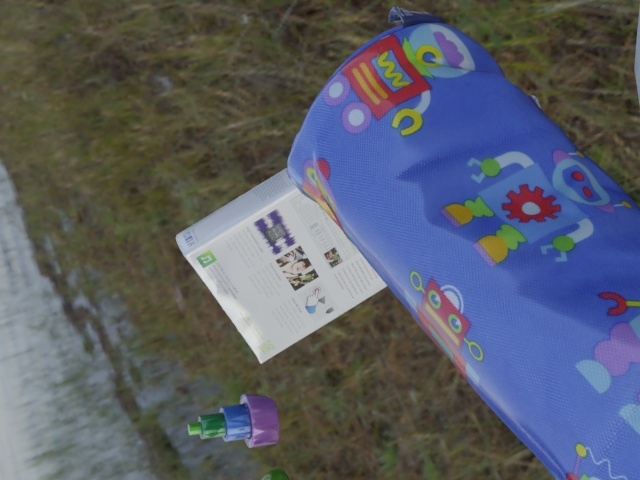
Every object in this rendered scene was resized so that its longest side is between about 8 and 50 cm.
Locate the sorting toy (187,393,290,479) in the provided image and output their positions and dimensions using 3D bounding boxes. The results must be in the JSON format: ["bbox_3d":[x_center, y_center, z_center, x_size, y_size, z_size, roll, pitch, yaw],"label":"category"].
[{"bbox_3d":[-0.089,0.359,1.196,0.127,0.126,0.365,122,139,-63],"label":"sorting toy"}]

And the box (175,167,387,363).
[{"bbox_3d":[0.000,0.000,1.399,0.232,0.322,0.058,61,178,-39],"label":"box"}]

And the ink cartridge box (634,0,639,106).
[{"bbox_3d":[0.554,-0.261,1.335,0.197,0.273,0.114,75,-163,-50],"label":"ink cartridge box"}]

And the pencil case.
[{"bbox_3d":[0.110,0.018,0.502,0.306,0.133,0.119,50,158,32],"label":"pencil case"}]
